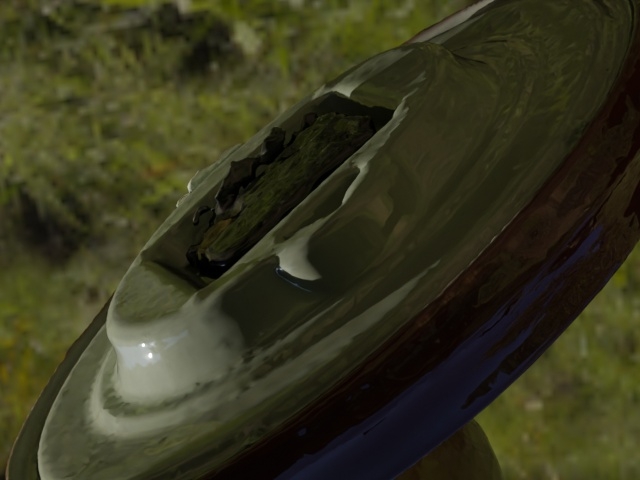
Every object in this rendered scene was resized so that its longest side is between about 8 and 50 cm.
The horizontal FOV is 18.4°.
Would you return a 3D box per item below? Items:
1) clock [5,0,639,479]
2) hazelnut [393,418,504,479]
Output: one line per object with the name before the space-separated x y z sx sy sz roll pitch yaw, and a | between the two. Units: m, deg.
clock | 0.000 0.000 0.767 0.318 0.080 0.318 -36 -164 12
hazelnut | -0.021 0.268 1.488 0.359 0.409 0.359 2 -123 -3
